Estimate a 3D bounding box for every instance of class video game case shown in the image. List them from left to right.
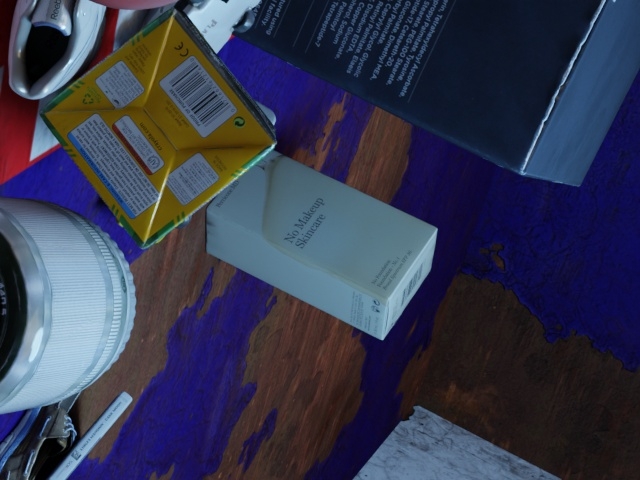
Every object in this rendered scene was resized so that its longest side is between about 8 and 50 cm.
[{"bbox_3d":[-0.340,0.301,2.220,0.173,0.022,0.190,-52,-177,-38],"label":"video game case"}]

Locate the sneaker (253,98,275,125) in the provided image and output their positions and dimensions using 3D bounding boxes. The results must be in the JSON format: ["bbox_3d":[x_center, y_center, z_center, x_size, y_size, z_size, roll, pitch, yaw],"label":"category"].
[{"bbox_3d":[-0.146,-0.127,2.222,0.212,0.080,0.094,-35,160,-47],"label":"sneaker"}]

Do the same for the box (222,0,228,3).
[{"bbox_3d":[-0.033,-0.449,1.791,0.322,0.079,0.257,-55,-171,42],"label":"box"}]

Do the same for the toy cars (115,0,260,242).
[{"bbox_3d":[-0.175,-0.176,1.992,0.176,0.087,0.393,-17,135,-30],"label":"toy cars"}]

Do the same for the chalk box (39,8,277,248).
[{"bbox_3d":[-0.168,-0.128,1.763,0.179,0.180,0.289,-37,-173,2],"label":"chalk box"}]

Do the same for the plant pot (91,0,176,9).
[{"bbox_3d":[-0.207,-0.349,1.359,0.243,0.275,0.275,8,108,-63],"label":"plant pot"}]

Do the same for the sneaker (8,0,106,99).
[{"bbox_3d":[-0.232,-0.265,1.567,0.129,0.111,0.297,-87,-168,-64],"label":"sneaker"}]

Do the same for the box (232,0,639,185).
[{"bbox_3d":[0.167,-0.304,2.180,0.297,0.472,0.480,-66,164,8],"label":"box"}]

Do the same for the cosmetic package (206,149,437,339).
[{"bbox_3d":[0.000,0.000,2.427,0.160,0.309,0.113,-55,163,-33],"label":"cosmetic package"}]

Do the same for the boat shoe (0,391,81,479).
[{"bbox_3d":[-0.355,0.250,2.132,0.183,0.066,0.066,-56,163,-26],"label":"boat shoe"}]

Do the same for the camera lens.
[{"bbox_3d":[-0.328,0.064,1.639,0.219,0.219,0.274,-66,164,7],"label":"camera lens"}]

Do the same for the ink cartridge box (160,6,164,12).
[{"bbox_3d":[-0.138,-0.354,1.598,0.181,0.056,0.224,149,-67,-79],"label":"ink cartridge box"}]
